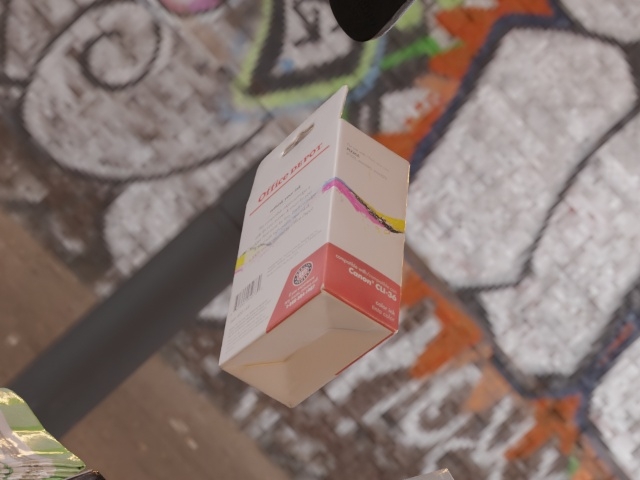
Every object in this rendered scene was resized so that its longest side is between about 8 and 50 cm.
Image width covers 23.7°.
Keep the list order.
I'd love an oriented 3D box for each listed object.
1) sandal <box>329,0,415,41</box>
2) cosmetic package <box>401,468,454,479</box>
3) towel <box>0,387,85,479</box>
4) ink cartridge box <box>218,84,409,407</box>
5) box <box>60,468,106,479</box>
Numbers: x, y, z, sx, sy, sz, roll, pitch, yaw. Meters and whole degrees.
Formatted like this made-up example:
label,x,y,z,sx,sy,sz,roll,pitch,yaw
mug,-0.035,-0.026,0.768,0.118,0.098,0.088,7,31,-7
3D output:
label,x,y,z,sx,sy,sz,roll,pitch,yaw
sandal,0.052,-0.177,0.871,0.040,0.179,0.067,-14,65,-43
cosmetic package,0.085,0.336,1.363,0.107,0.127,0.238,-122,-162,-64
towel,-0.242,0.125,1.031,0.113,0.023,0.152,39,17,35
ink cartridge box,0.000,0.000,1.045,0.067,0.115,0.198,31,42,-24
box,-0.100,0.175,0.505,0.175,0.051,0.220,41,27,21
